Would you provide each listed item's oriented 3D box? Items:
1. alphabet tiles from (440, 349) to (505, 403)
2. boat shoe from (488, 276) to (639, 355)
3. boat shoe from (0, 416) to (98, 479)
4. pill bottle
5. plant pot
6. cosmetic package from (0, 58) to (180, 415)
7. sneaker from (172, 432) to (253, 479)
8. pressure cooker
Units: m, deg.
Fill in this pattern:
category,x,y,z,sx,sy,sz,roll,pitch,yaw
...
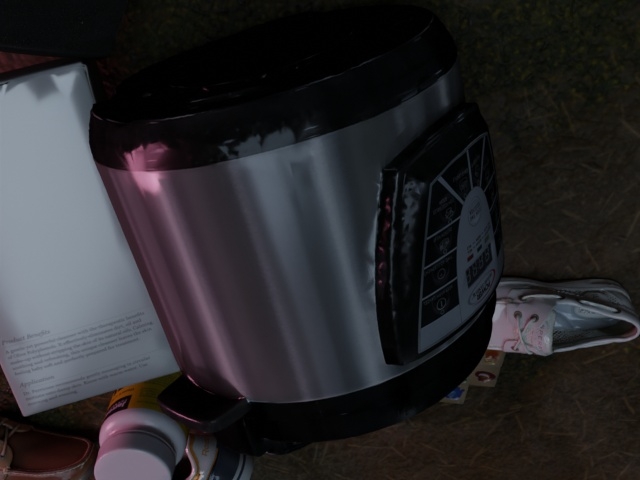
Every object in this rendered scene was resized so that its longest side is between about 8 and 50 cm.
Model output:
category,x,y,z,sx,sy,sz,roll,pitch,yaw
alphabet tiles,0.155,0.158,1.078,0.237,0.009,0.198,6,120,-3
boat shoe,0.293,0.110,0.992,0.276,0.096,0.098,-7,116,3
boat shoe,-0.509,0.328,1.122,0.324,0.123,0.117,-2,118,0
pill bottle,-0.238,0.247,1.018,0.119,0.209,0.119,0,120,0
plant pot,-0.270,-0.289,0.731,0.166,0.187,0.188,16,120,-22
cosmetic package,-0.299,-0.010,0.837,0.196,0.155,0.366,-14,111,-7
sneaker,-0.253,0.425,1.174,0.127,0.126,0.321,35,104,-23
pressure cooker,-0.003,-0.002,0.776,0.369,0.375,0.421,-14,115,1
